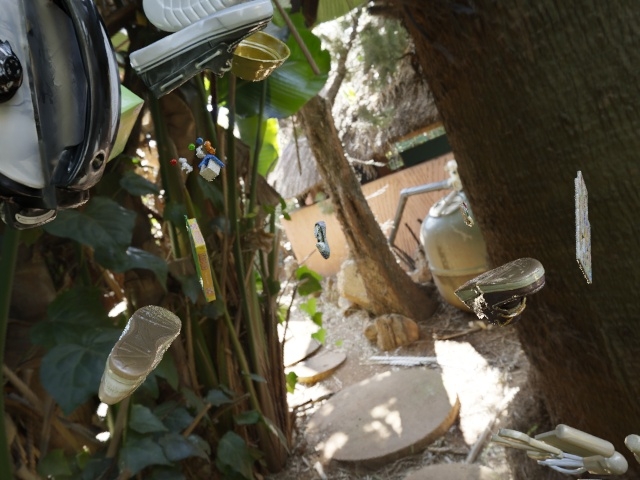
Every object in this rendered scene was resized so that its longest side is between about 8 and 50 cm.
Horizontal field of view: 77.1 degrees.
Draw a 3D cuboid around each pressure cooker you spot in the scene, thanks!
[{"bbox_3d":[-0.500,-0.232,0.570,0.420,0.376,0.370,5,-30,7],"label":"pressure cooker"}]

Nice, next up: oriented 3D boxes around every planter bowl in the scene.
[{"bbox_3d":[-0.202,-0.519,1.146,0.217,0.217,0.090,-29,-28,-40],"label":"planter bowl"}]

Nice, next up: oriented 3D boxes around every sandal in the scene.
[{"bbox_3d":[-0.241,-0.631,1.008,0.416,0.169,0.102,-19,-4,9],"label":"sandal"}]

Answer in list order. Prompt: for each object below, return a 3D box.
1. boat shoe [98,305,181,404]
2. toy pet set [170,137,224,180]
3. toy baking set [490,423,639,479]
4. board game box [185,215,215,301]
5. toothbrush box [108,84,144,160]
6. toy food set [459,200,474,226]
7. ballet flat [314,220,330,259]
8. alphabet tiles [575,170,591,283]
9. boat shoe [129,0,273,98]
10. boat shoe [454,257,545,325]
[{"bbox_3d":[-0.450,0.266,0.999,0.110,0.121,0.341,-57,8,9],"label":"boat shoe"},{"bbox_3d":[-0.312,-0.223,1.069,0.122,0.114,0.065,-26,43,28],"label":"toy pet set"},{"bbox_3d":[0.339,0.271,0.503,0.196,0.256,0.030,-26,36,53],"label":"toy baking set"},{"bbox_3d":[-0.358,0.054,1.199,0.039,0.259,0.124,-18,46,-19],"label":"board game box"},{"bbox_3d":[-0.626,-0.290,1.072,0.206,0.122,0.283,-47,15,32],"label":"toothbrush box"},{"bbox_3d":[0.467,-0.088,1.291,0.020,0.083,0.083,-19,17,15],"label":"toy food set"},{"bbox_3d":[0.000,0.000,1.165,0.041,0.114,0.041,-8,-6,-1],"label":"ballet flat"},{"bbox_3d":[0.633,-0.036,0.967,0.009,0.237,0.198,-4,-23,40],"label":"alphabet tiles"},{"bbox_3d":[-0.250,-0.428,0.905,0.335,0.119,0.121,-22,34,4],"label":"boat shoe"},{"bbox_3d":[0.420,0.131,0.921,0.123,0.123,0.342,-29,-11,-10],"label":"boat shoe"}]
